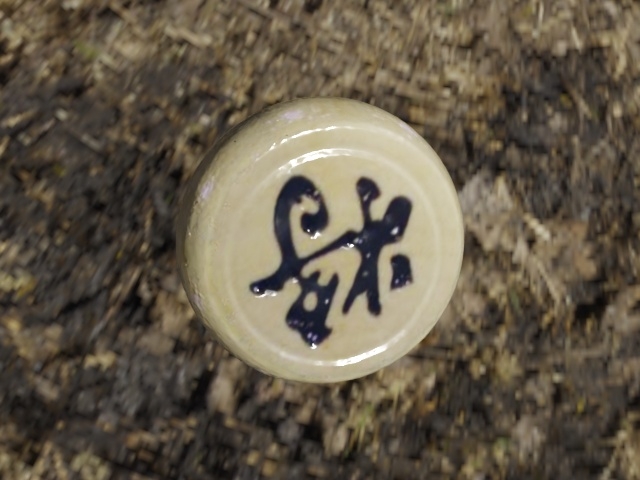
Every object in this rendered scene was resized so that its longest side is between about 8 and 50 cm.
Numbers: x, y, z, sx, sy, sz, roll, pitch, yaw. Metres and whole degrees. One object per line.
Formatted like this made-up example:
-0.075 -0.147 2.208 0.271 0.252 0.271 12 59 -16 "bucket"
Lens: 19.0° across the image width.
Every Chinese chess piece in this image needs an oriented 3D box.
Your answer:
0.000 0.000 1.695 0.257 0.104 0.257 -4 104 -16 "Chinese chess piece"
